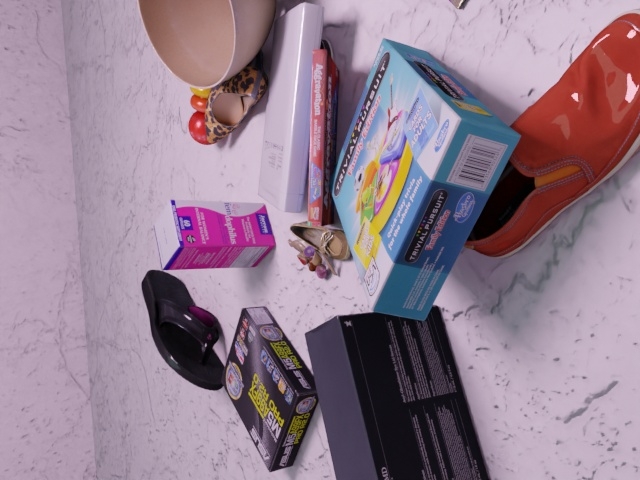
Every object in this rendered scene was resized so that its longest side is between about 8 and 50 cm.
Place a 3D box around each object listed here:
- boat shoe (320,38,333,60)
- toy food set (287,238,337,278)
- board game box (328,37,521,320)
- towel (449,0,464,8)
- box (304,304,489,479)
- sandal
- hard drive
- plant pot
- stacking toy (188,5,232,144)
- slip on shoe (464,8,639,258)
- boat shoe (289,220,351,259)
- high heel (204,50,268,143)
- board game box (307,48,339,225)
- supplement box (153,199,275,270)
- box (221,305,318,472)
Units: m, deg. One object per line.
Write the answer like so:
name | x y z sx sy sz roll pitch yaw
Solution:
boat shoe | -0.005 -0.312 1.089 0.046 0.038 0.125 16 104 54
toy food set | -0.019 0.039 1.102 0.122 0.019 0.078 15 141 59
board game box | 0.109 -0.100 0.792 0.336 0.079 0.254 -106 32 -57
towel | 0.192 -0.373 0.828 0.060 0.009 0.083 -55 48 39
box | 0.102 0.233 0.812 0.103 0.184 0.261 -36 61 49
sandal | -0.353 0.198 1.504 0.107 0.167 0.446 -55 45 16
hard drive | -0.063 -0.246 1.117 0.233 0.047 0.353 -143 58 -69
plant pot | -0.199 -0.466 1.158 0.284 0.191 0.284 25 132 31
stacking toy | -0.262 -0.387 1.388 0.141 0.141 0.330 42 128 47
slip on shoe | 0.255 -0.102 0.659 0.331 0.101 0.123 -57 45 38
boat shoe | 0.000 -0.002 1.076 0.153 0.048 0.056 33 117 51
high heel | -0.197 -0.281 1.281 0.261 0.093 0.186 -53 27 32
board game box | 0.006 -0.166 1.006 0.027 0.145 0.281 3 94 10
supplement box | -0.225 -0.011 1.253 0.114 0.220 0.111 -43 57 45
box | -0.113 0.304 1.233 0.270 0.060 0.216 49 128 44
